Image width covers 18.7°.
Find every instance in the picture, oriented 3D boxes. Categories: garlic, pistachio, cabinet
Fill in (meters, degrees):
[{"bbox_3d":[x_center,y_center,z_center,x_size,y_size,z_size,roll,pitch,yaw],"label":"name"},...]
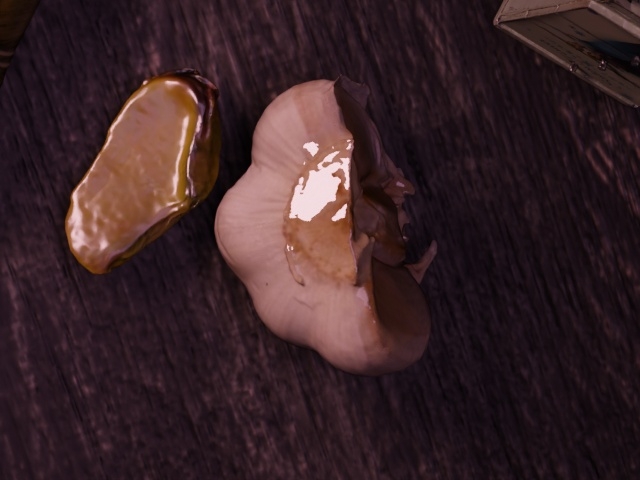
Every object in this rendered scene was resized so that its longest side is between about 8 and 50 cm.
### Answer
[{"bbox_3d":[0.000,0.000,1.486,0.142,0.178,0.229,-21,80,16],"label":"garlic"},{"bbox_3d":[-0.127,-0.048,1.484,0.089,0.049,0.173,30,86,7],"label":"pistachio"},{"bbox_3d":[0.259,-0.199,1.508,0.145,0.206,0.150,29,84,-16],"label":"cabinet"}]

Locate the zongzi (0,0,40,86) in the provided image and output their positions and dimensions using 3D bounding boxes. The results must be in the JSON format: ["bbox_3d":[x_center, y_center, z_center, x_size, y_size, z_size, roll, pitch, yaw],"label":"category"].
[{"bbox_3d":[-0.336,-0.159,1.392,0.247,0.111,0.241,21,93,-11],"label":"zongzi"}]
